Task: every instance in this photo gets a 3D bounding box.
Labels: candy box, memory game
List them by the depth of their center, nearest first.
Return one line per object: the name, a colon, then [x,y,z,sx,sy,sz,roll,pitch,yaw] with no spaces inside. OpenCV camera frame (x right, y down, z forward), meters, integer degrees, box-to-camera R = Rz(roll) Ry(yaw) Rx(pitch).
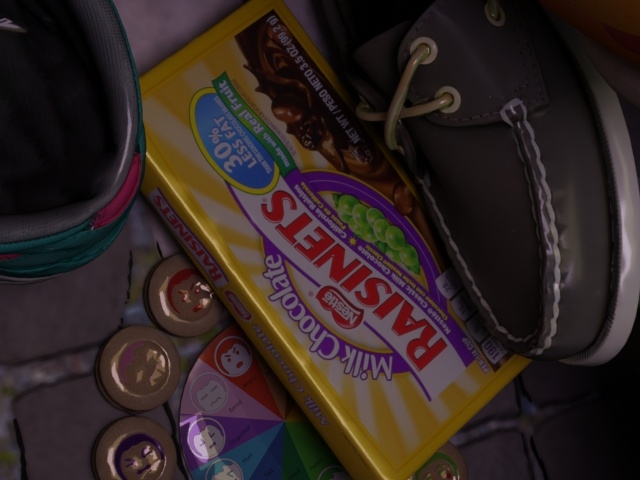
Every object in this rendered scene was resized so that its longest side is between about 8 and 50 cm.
candy box: [0.000,0.000,0.782,0.105,0.027,0.206,-39,96,-29]
memory game: [-0.013,0.079,0.790,0.186,0.012,0.186,3,83,-25]

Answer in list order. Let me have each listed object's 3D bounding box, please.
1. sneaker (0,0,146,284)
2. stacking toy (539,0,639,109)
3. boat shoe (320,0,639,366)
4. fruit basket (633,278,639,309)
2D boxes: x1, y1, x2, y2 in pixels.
sneaker: [-0.182,-0.075,0.632,0.295,0.178,0.124,28,73,-20]
stacking toy: [0.012,-0.256,0.549,0.480,0.350,0.350,16,78,-22]
boat shoe: [0.051,-0.087,0.773,0.091,0.109,0.305,-7,75,-33]
fruit basket: [0.268,0.175,0.804,0.392,0.392,0.283,3,52,-26]
